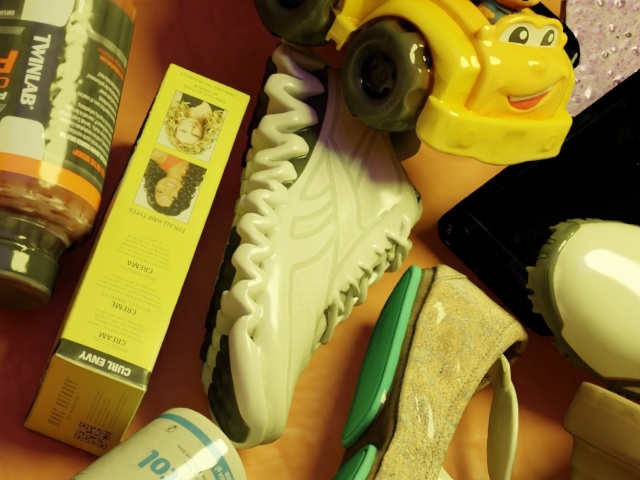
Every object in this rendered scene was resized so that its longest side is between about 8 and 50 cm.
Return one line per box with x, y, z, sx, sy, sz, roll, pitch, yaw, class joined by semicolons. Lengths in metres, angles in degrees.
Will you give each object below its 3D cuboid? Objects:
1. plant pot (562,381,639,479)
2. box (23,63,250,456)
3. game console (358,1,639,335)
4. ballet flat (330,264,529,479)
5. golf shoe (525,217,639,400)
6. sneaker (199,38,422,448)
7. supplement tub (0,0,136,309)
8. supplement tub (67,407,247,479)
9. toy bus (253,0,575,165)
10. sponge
0.229;0.182;1.120;0.237;0.237;0.110;28;88;2;plant pot
-0.106;0.009;1.179;0.058;0.087;0.232;21;50;-6;box
0.124;-0.098;1.342;0.213;0.044;0.361;-37;67;-21;game console
0.052;0.142;1.128;0.106;0.107;0.316;30;52;-6;ballet flat
0.255;0.064;1.199;0.273;0.120;0.105;31;73;-12;golf shoe
0.000;0.000;1.204;0.118;0.110;0.292;16;52;-5;sneaker
-0.174;-0.062;1.177;0.106;0.106;0.198;12;69;-11;supplement tub
-0.099;0.146;1.090;0.071;0.071;0.107;44;53;14;supplement tub
0.087;-0.182;1.218;0.149;0.211;0.220;1;38;-46;toy bus
0.272;-0.119;1.401;0.210;0.031;0.117;6;62;2;sponge
